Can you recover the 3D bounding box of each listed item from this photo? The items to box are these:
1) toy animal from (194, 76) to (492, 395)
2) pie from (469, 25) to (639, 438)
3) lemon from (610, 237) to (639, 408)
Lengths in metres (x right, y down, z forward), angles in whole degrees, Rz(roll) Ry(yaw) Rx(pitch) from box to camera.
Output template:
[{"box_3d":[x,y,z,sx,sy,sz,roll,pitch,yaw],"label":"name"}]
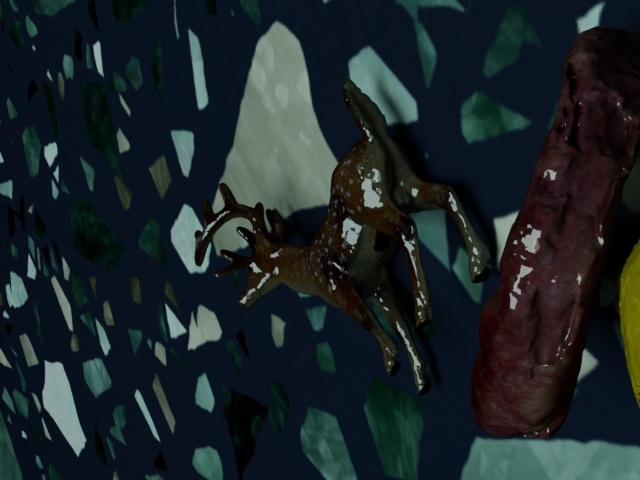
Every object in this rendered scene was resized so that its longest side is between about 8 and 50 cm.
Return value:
[{"box_3d":[0.014,0.000,0.839,0.260,0.087,0.243,54,129,33],"label":"toy animal"},{"box_3d":[0.129,0.002,0.558,0.054,0.204,0.219,17,135,14],"label":"pie"},{"box_3d":[0.214,0.036,0.437,0.206,0.173,0.174,8,109,51],"label":"lemon"}]
